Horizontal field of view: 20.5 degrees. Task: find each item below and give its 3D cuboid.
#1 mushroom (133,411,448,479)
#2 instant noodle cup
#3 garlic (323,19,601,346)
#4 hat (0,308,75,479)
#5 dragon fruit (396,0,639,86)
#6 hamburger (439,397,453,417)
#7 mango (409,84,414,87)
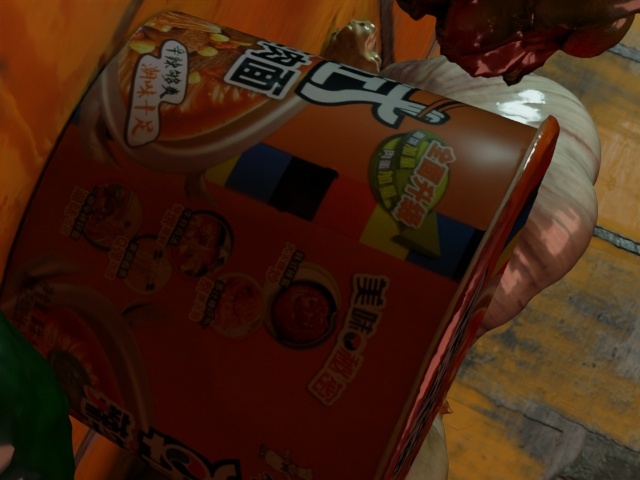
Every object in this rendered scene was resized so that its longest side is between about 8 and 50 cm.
[{"bbox_3d":[-0.026,0.163,1.249,0.255,0.254,0.184,-53,131,-58],"label":"mushroom"},{"bbox_3d":[-0.022,0.017,0.843,0.250,0.192,0.250,-63,171,-17],"label":"instant noodle cup"},{"bbox_3d":[0.072,-0.063,1.310,0.253,0.245,0.245,50,58,-41],"label":"garlic"},{"bbox_3d":[-0.159,0.184,0.553,0.285,0.285,0.400,-46,132,-68],"label":"hat"},{"bbox_3d":[0.146,-0.244,1.059,0.303,0.231,0.237,-56,-175,6],"label":"dragon fruit"},{"bbox_3d":[0.061,0.145,1.858,0.284,0.174,0.304,-60,170,-48],"label":"hamburger"},{"bbox_3d":[0.000,0.000,1.159,0.236,0.136,0.166,-56,138,-6],"label":"mango"}]
